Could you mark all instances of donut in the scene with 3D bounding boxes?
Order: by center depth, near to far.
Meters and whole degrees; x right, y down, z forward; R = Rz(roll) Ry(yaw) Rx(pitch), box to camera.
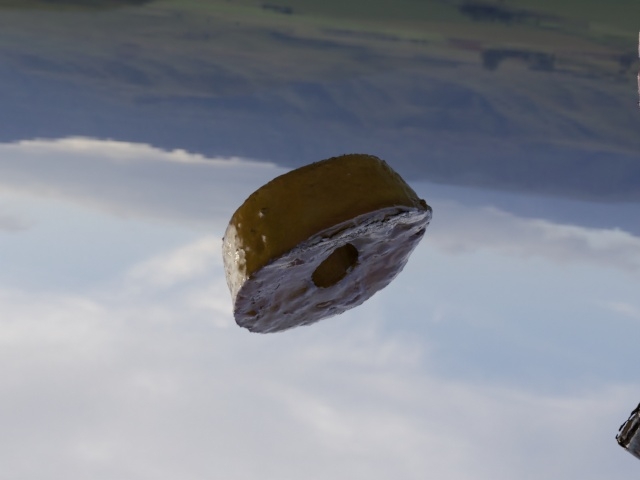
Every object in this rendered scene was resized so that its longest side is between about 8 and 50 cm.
[{"bbox_3d":[0.001,-0.001,1.393,0.278,0.108,0.277,-22,158,-9],"label":"donut"}]

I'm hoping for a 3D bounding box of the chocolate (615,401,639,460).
[{"bbox_3d":[0.536,0.328,1.525,0.329,0.102,0.065,38,-165,24],"label":"chocolate"}]

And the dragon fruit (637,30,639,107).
[{"bbox_3d":[0.317,-0.088,0.794,0.147,0.282,0.211,-17,-147,-8],"label":"dragon fruit"}]
